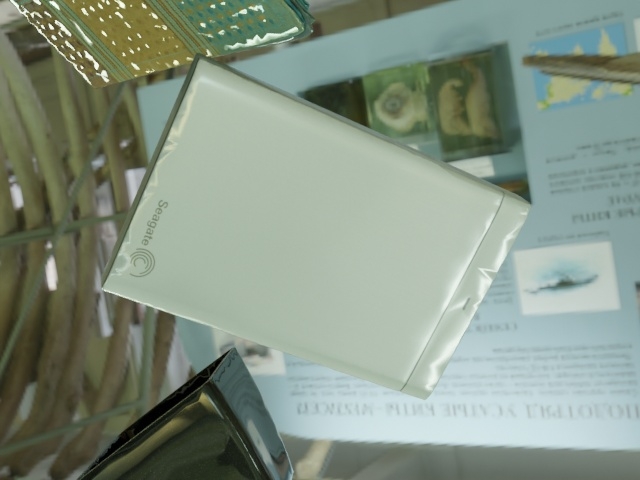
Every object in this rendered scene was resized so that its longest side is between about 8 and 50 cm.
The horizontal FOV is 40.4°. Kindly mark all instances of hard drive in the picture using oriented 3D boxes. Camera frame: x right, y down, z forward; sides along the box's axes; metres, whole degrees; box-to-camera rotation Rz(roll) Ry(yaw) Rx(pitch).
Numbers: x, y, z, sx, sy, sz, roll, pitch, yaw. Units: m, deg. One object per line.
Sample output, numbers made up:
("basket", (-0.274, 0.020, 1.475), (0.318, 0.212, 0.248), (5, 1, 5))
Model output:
("hard drive", (0.000, 0.000, 0.838), (0.353, 0.233, 0.047), (22, -166, -18))

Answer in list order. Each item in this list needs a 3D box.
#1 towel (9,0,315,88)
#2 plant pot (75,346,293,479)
("towel", (-0.209, -0.281, 0.870), (0.370, 0.271, 0.040), (-2, -131, 44))
("plant pot", (-0.135, 0.258, 0.991), (0.188, 0.167, 0.187), (-37, -179, 5))
